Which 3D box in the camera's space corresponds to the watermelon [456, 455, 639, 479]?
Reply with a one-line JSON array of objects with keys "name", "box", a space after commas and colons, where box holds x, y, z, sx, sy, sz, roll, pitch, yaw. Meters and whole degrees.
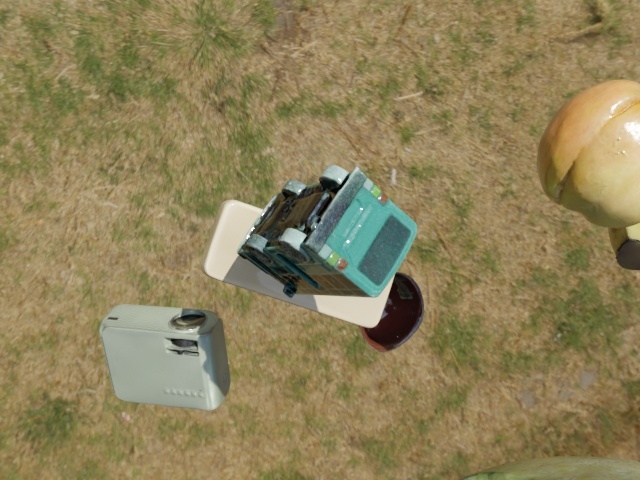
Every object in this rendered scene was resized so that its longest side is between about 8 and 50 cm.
[{"name": "watermelon", "box": [0.163, 0.269, 0.497, 0.193, 0.310, 0.232, 30, 62, -8]}]

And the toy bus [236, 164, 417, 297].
[{"name": "toy bus", "box": [0.000, 0.000, 0.902, 0.147, 0.256, 0.128, 40, 71, -18]}]

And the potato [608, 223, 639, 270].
[{"name": "potato", "box": [0.484, -0.017, 1.041, 0.096, 0.103, 0.066, 20, 144, -19]}]

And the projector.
[{"name": "projector", "box": [-0.330, 0.246, 1.448, 0.250, 0.108, 0.198, 3, 118, 13]}]

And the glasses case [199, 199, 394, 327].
[{"name": "glasses case", "box": [-0.036, 0.044, 1.199, 0.336, 0.076, 0.144, 21, 87, -17]}]

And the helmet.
[{"name": "helmet", "box": [0.128, 0.153, 1.452, 0.155, 0.106, 0.175, 33, 73, -25]}]

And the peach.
[{"name": "peach", "box": [0.371, -0.112, 0.856, 0.184, 0.184, 0.184, -3, 107, -9]}]
